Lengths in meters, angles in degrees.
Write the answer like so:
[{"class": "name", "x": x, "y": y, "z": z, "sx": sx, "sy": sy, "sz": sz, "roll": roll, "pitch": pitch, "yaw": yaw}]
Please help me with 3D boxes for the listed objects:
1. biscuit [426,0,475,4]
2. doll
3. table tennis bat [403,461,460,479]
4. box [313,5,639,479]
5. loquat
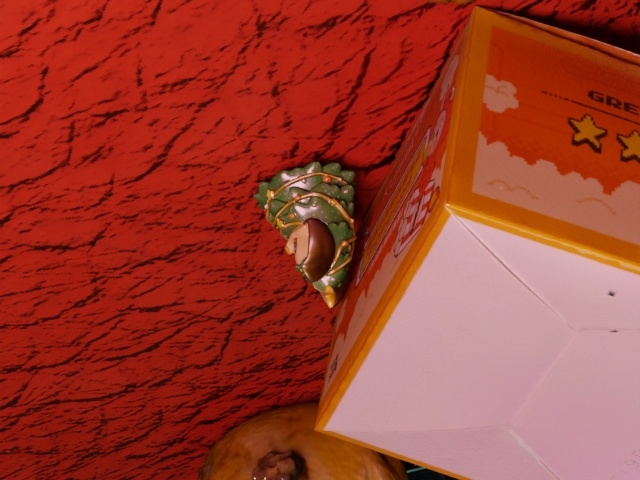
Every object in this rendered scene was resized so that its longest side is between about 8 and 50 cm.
[{"class": "biscuit", "x": 0.152, "y": -0.218, "z": 1.191, "sx": 0.126, "sy": 0.025, "sz": 0.206, "roll": -1, "pitch": 147, "yaw": -25}, {"class": "doll", "x": 0.008, "y": -0.007, "z": 1.392, "sx": 0.076, "sy": 0.113, "sz": 0.078, "roll": -32, "pitch": 149, "yaw": 1}, {"class": "table tennis bat", "x": 0.140, "y": 0.255, "z": 1.984, "sx": 0.236, "sy": 0.027, "sz": 0.150, "roll": -19, "pitch": 150, "yaw": 9}, {"class": "box", "x": 0.169, "y": 0.025, "z": 1.344, "sx": 0.259, "sy": 0.214, "sz": 0.283, "roll": 20, "pitch": 137, "yaw": -7}, {"class": "loquat", "x": -0.021, "y": 0.245, "z": 1.709, "sx": 0.213, "sy": 0.213, "sz": 0.246, "roll": -16, "pitch": 153, "yaw": 0}]
